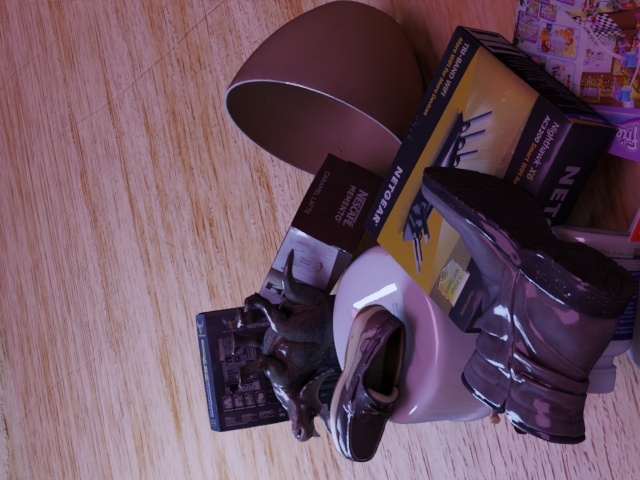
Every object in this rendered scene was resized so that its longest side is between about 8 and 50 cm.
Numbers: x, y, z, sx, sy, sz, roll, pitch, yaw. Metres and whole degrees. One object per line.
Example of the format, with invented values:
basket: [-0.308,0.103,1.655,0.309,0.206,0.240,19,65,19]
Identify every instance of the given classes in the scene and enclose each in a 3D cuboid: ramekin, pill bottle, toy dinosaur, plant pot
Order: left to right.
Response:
toy dinosaur: [-0.041,0.135,2.137,0.121,0.160,0.313,-117,31,-62]
plant pot: [0.031,-0.224,2.071,0.284,0.284,0.191,-7,55,55]
ramekin: [0.138,0.124,2.043,0.277,0.135,0.277,11,103,54]
pill bottle: [0.313,0.080,1.721,0.112,0.112,0.186,13,99,53]

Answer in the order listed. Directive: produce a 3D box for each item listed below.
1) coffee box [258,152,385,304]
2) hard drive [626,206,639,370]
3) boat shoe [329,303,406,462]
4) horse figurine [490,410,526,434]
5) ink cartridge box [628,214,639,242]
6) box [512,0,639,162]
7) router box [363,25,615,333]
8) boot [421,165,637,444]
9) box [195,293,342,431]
coffee box: [0.000,0.000,2.140,0.141,0.098,0.246,-64,1,-28]
hard drive: [0.431,0.093,1.648,0.318,0.040,0.210,-118,39,-48]
boat shoe: [0.069,0.200,1.965,0.073,0.080,0.223,28,113,55]
horse figurine: [0.270,0.127,1.879,0.174,0.066,0.263,-72,-4,-49]
ink cartridge box: [0.459,-0.101,1.471,0.060,0.239,0.275,48,131,40]
box: [0.346,-0.212,1.770,0.293,0.057,0.200,25,114,50]
router box: [0.201,-0.075,1.839,0.243,0.081,0.308,48,123,42]
boot: [0.200,0.070,1.689,0.338,0.118,0.222,47,129,46]
box: [-0.064,0.185,2.245,0.059,0.233,0.183,168,94,-71]
